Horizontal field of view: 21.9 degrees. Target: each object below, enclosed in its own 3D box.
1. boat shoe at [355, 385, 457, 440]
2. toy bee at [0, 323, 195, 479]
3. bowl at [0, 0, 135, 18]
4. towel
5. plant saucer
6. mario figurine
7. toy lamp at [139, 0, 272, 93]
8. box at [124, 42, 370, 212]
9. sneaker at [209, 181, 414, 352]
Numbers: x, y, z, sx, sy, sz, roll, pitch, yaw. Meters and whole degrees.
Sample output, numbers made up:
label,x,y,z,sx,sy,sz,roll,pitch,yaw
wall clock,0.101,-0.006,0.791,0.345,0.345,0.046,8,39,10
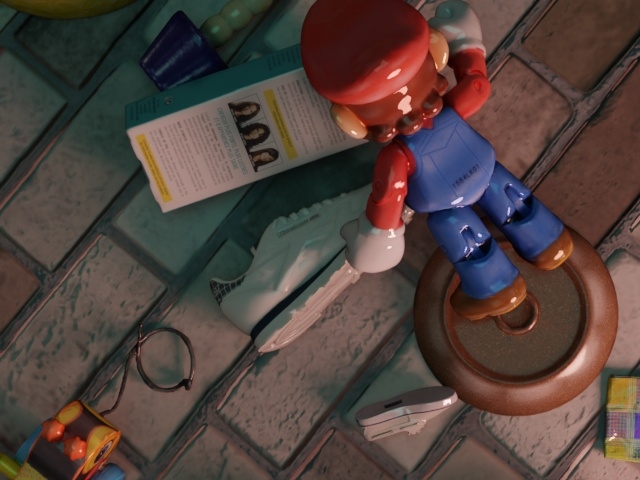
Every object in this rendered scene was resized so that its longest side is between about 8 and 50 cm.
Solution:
label,x,y,z,sx,sy,sz,roll,pitch,yaw
boat shoe,0.085,0.169,1.589,0.100,0.035,0.035,-18,112,1
toy bee,-0.253,0.207,1.553,0.195,0.162,0.298,15,87,8
bowl,-0.257,-0.371,1.603,0.289,0.156,0.290,0,86,5
towel,0.301,0.169,1.576,0.060,0.009,0.083,6,86,5
plant saucer,0.187,0.069,1.583,0.198,0.036,0.199,-1,84,6
mario figurine,0.089,-0.091,1.509,0.170,0.198,0.320,-24,109,35
toy lamp,-0.058,-0.242,1.613,0.274,0.080,0.080,-41,83,0
box,-0.058,-0.118,1.587,0.244,0.060,0.100,-19,121,3
sneaker,0.000,0.000,1.586,0.235,0.090,0.095,-42,72,-1
